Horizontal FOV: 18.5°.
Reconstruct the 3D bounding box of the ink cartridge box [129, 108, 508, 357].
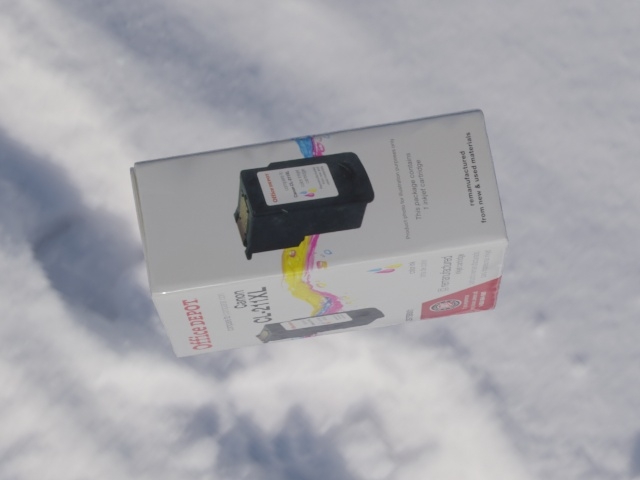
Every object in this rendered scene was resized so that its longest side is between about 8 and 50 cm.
[{"bbox_3d":[0.000,0.000,0.996,0.175,0.127,0.072,-9,73,-1],"label":"ink cartridge box"}]
